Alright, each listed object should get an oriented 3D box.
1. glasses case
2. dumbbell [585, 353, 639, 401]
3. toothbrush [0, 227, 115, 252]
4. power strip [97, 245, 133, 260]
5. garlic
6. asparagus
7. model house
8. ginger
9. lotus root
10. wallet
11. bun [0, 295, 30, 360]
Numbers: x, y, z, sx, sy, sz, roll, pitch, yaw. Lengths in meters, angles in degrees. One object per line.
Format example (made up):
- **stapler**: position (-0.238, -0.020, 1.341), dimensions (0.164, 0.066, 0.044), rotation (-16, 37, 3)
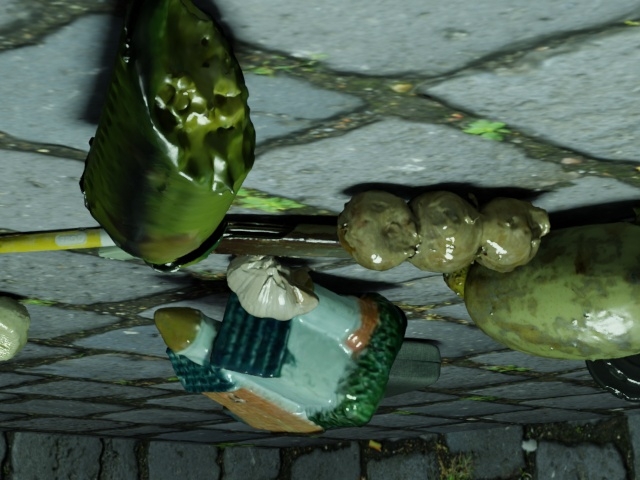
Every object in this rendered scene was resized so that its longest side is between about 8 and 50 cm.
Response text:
- **glasses case**: position (0.076, 0.221, 2.408), dimensions (0.131, 0.074, 0.323), rotation (4, 166, -24)
- **dumbbell**: position (0.419, 0.131, 1.889), dimensions (0.143, 0.143, 0.325), rotation (-2, 167, 5)
- **toothbrush**: position (-0.339, 0.004, 1.538), dimensions (0.288, 0.021, 0.024), rotation (-4, 177, 12)
- **power strip**: position (-0.200, 0.007, 1.573), dimensions (0.090, 0.016, 0.040), rotation (-10, 165, 38)
- **garlic**: position (-0.055, 0.054, 1.671), dimensions (0.113, 0.074, 0.094), rotation (14, 177, 1)
- **asparagus**: position (-0.103, -0.070, 1.031), dimensions (0.108, 0.128, 0.382), rotation (-35, 176, -18)
- **model house**: position (-0.079, 0.119, 1.809), dimensions (0.291, 0.184, 0.253), rotation (27, 159, -36)
- **ginger**: position (0.115, -0.007, 1.398), dimensions (0.204, 0.080, 0.104), rotation (2, 173, -21)
- **lotus root**: position (0.264, 0.048, 1.524), dimensions (0.309, 0.173, 0.173), rotation (-3, 169, 43)
- **wallet**: position (0.000, 0.000, 1.535), dimensions (0.232, 0.031, 0.122), rotation (3, 171, -10)
- **bun**: position (-0.426, 0.104, 1.868), dimensions (0.115, 0.069, 0.115), rotation (2, 147, 1)
